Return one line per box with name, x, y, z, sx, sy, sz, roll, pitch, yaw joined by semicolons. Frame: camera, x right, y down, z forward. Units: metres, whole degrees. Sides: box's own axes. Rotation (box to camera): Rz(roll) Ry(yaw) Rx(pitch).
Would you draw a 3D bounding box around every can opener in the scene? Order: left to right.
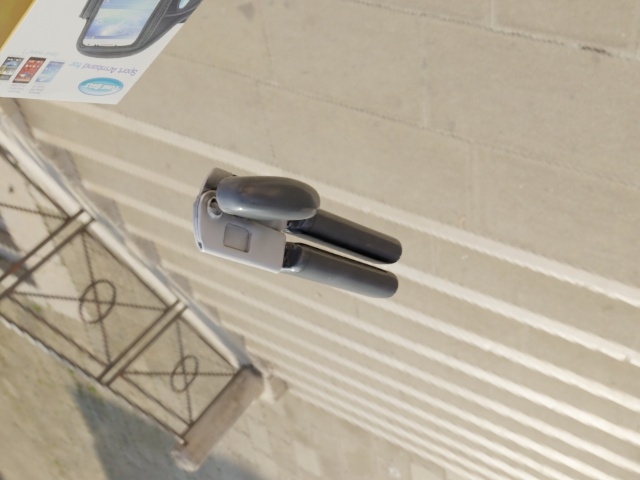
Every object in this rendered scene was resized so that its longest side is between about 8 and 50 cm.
can opener;0.000;0.000;0.797;0.095;0.076;0.283;-2;166;42

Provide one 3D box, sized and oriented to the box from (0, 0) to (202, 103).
box;-0.093;-0.101;0.356;0.136;0.081;0.028;-43;71;30
